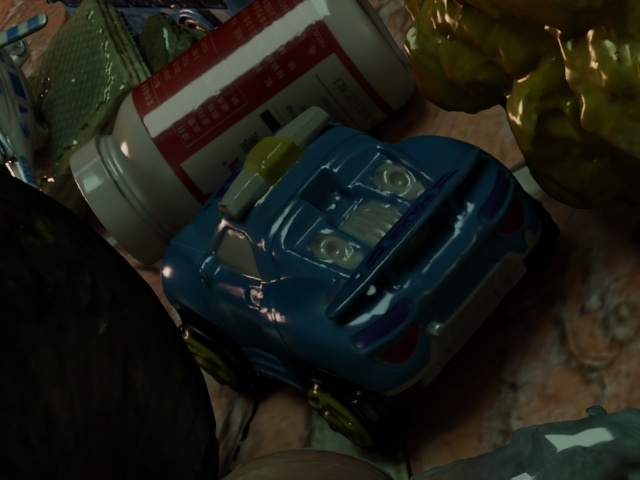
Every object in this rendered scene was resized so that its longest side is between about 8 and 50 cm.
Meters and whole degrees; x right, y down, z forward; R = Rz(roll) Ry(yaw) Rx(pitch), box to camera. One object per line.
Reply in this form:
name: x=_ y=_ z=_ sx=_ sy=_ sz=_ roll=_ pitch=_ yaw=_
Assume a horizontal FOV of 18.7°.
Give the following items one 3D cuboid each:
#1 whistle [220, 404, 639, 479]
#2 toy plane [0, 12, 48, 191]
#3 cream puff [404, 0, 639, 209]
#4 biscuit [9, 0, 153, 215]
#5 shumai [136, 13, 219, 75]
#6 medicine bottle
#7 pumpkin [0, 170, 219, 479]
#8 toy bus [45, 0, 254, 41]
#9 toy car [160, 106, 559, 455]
whistle: x=0.059 y=0.170 z=1.011 sx=0.348 sy=0.189 sz=0.189 roll=-23 pitch=34 yaw=2
toy plane: x=-0.238 y=-0.084 z=1.544 sx=0.273 sy=0.107 sz=0.182 roll=39 pitch=94 yaw=38
cream puff: x=0.183 y=-0.126 z=1.138 sx=0.257 sy=0.324 sz=0.291 roll=-61 pitch=-9 yaw=33
biscuit: x=-0.235 y=-0.074 z=1.634 sx=0.252 sy=0.052 sz=0.150 roll=-51 pitch=38 yaw=23
shumai: x=-0.106 y=-0.134 z=1.624 sx=0.124 sy=0.087 sz=0.099 roll=119 pitch=142 yaw=-56
medicine bottle: x=-0.059 y=-0.094 z=1.469 sx=0.250 sy=0.131 sz=0.131 roll=-36 pitch=32 yaw=9
pumpkin: x=-0.254 y=0.171 z=1.073 sx=0.344 sy=0.454 sz=0.454 roll=6 pitch=53 yaw=30
toy bus: x=-0.140 y=-0.249 z=1.745 sx=0.297 sy=0.131 sz=0.106 roll=10 pitch=57 yaw=50
toy car: x=0.000 y=0.000 z=1.268 sx=0.198 sy=0.166 sz=0.314 roll=-46 pitch=31 yaw=-16
